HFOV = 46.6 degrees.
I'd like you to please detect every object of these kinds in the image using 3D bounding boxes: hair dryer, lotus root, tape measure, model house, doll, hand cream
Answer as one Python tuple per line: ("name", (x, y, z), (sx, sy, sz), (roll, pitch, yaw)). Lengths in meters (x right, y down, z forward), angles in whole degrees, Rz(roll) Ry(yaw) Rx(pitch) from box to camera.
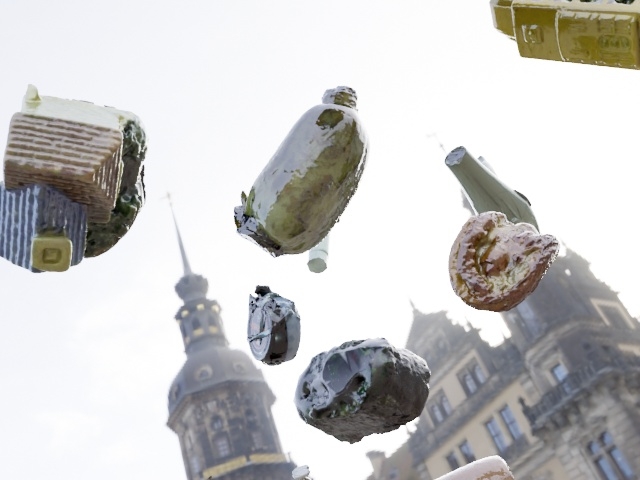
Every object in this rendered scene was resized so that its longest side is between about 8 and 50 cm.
("hair dryer", (0.261, -0.102, 1.207), (0.088, 0.225, 0.219), (-34, -40, 19))
("lotus root", (-0.011, -0.112, 1.181), (0.309, 0.173, 0.173), (-59, -38, -13))
("tape measure", (-0.060, 0.109, 0.921), (0.054, 0.094, 0.091), (2, -75, -28))
("model house", (-0.440, -0.085, 1.330), (0.261, 0.266, 0.321), (8, -72, -16))
("doll", (-0.019, 0.365, 1.068), (0.040, 0.085, 0.058), (-19, -4, -3))
("hand cream", (0.000, 0.000, 1.809), (0.049, 0.205, 0.078), (27, -56, -14))

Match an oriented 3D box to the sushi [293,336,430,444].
("sushi", (0.053, 0.222, 1.121), (0.127, 0.124, 0.225), (29, -37, -26))

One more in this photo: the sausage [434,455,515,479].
("sausage", (0.229, 0.452, 1.245), (0.252, 0.123, 0.123), (-22, -37, -16))

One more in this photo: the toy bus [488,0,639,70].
("toy bus", (0.402, -0.334, 1.126), (0.123, 0.335, 0.121), (-45, -48, -25))

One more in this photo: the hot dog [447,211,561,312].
("hot dog", (0.188, 0.017, 0.766), (0.147, 0.099, 0.065), (-33, -41, -47))

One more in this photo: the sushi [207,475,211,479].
("sushi", (-0.132, 0.351, 0.846), (0.126, 0.026, 0.120), (-56, -34, -30))
